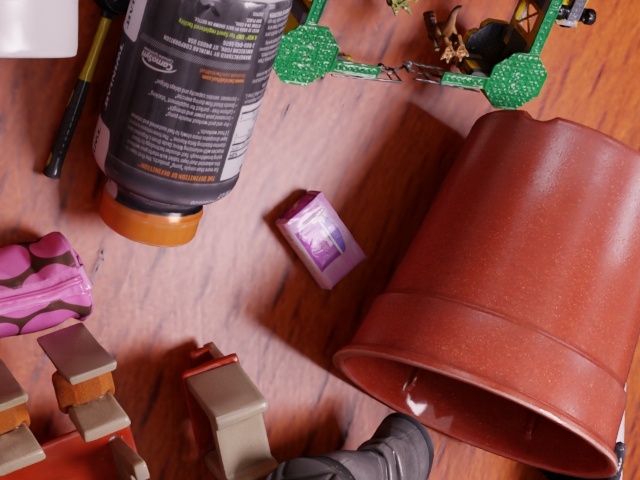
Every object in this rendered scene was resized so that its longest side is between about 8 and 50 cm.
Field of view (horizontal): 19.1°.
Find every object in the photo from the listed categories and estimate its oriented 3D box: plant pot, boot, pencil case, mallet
[{"bbox_3d":[0.185,0.041,1.733,0.272,0.272,0.265,30,74,-26],"label":"plant pot"},{"bbox_3d":[-0.013,0.320,1.706,0.338,0.118,0.223,-58,161,17],"label":"boot"},{"bbox_3d":[-0.290,0.052,1.571,0.209,0.098,0.095,-17,86,-26],"label":"pencil case"},{"bbox_3d":[-0.202,-0.146,1.634,0.039,0.062,0.189,19,102,-20],"label":"mallet"}]

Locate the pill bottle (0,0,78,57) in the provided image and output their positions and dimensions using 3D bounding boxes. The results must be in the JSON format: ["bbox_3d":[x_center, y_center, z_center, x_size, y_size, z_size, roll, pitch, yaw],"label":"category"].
[{"bbox_3d":[-0.282,-0.337,1.463,0.224,0.224,0.392,-2,96,-26],"label":"pill bottle"}]

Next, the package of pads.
[{"bbox_3d":[0.000,0.000,1.748,0.050,0.032,0.083,-42,112,-18],"label":"package of pads"}]

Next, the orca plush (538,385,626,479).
[{"bbox_3d":[0.243,0.185,1.854,0.102,0.151,0.287,5,98,4],"label":"orca plush"}]

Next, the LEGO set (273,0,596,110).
[{"bbox_3d":[0.074,-0.263,1.707,0.331,0.192,0.255,-2,126,-23],"label":"LEGO set"}]

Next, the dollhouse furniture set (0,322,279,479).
[{"bbox_3d":[-0.177,0.188,1.629,0.259,0.135,0.262,-20,119,-18],"label":"dollhouse furniture set"}]

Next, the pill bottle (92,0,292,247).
[{"bbox_3d":[-0.115,-0.118,1.596,0.130,0.130,0.245,6,117,-27],"label":"pill bottle"}]
